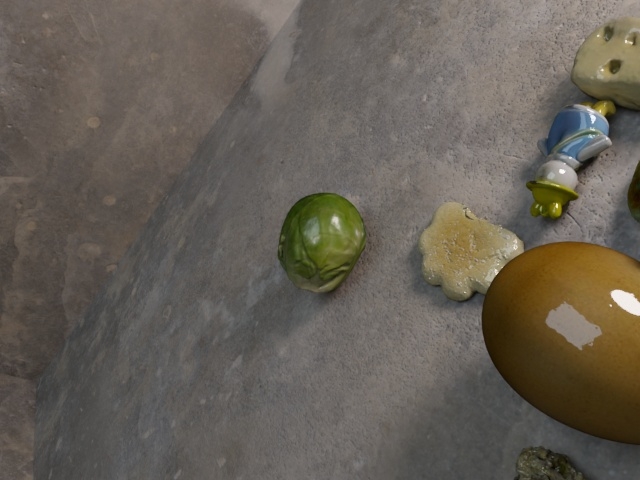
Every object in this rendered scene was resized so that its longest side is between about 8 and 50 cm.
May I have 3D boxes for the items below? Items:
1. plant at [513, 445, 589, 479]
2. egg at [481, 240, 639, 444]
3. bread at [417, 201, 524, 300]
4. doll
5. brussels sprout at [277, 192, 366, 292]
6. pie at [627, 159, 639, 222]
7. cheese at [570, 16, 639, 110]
[{"bbox_3d":[0.326,0.371,0.801,0.122,0.104,0.116,-55,47,18],"label":"plant"},{"bbox_3d":[0.379,0.138,0.763,0.250,0.250,0.322,-57,41,6],"label":"egg"},{"bbox_3d":[0.287,0.026,1.121,0.182,0.039,0.251,-56,37,6],"label":"bread"},{"bbox_3d":[0.449,-0.152,0.998,0.135,0.098,0.241,22,86,30],"label":"doll"},{"bbox_3d":[0.000,0.000,1.347,0.244,0.244,0.244,-28,48,36],"label":"brussels sprout"},{"bbox_3d":[0.534,-0.110,0.834,0.187,0.041,0.187,21,-90,-84],"label":"pie"},{"bbox_3d":[0.574,-0.313,0.960,0.159,0.093,0.263,-57,36,3],"label":"cheese"}]
